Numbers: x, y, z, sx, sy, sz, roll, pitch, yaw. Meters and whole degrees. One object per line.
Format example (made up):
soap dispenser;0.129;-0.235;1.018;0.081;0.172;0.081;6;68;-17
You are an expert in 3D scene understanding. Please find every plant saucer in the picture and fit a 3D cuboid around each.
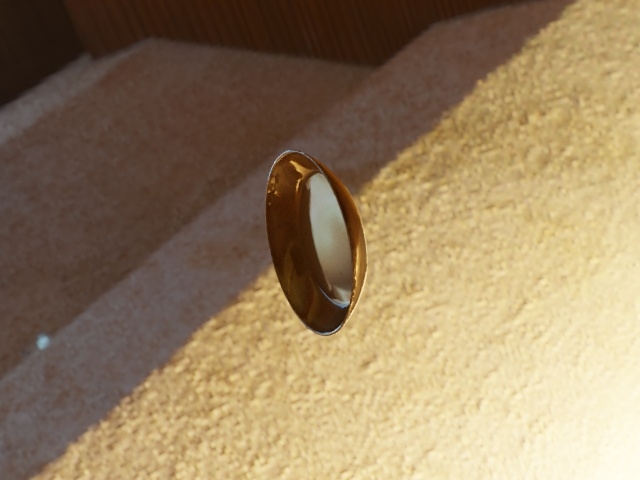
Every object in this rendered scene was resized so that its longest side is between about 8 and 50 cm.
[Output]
plant saucer;0.000;0.000;0.558;0.015;0.083;0.083;-12;-155;-25
